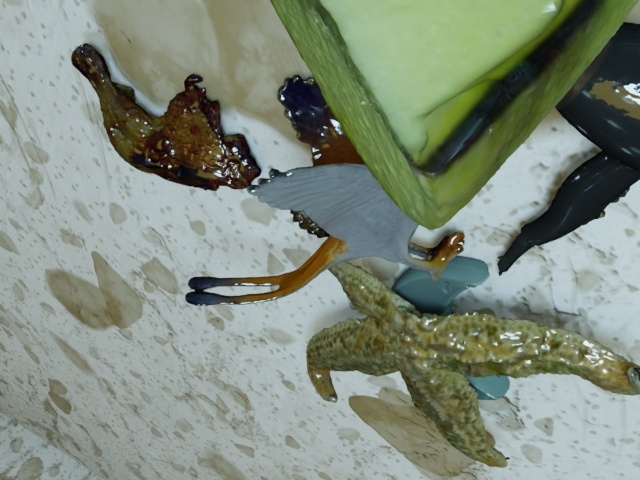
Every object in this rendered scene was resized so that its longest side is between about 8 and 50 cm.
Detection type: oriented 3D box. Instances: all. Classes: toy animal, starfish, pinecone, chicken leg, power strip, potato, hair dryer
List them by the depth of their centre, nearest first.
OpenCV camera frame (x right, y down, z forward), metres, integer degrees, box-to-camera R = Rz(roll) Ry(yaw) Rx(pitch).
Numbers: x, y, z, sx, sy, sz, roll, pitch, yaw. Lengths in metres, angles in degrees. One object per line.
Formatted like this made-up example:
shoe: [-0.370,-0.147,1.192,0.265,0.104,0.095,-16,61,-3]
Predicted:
potato: [0.118,-0.202,0.464,0.330,0.280,0.213,58,-176,23]
hair dryer: [0.305,-0.035,0.587,0.303,0.120,0.359,24,148,-4]
toy animal: [0.023,0.005,0.692,0.302,0.225,0.284,18,122,-14]
starfish: [0.162,0.187,0.784,0.432,0.082,0.324,19,130,20]
pinecone: [-0.002,-0.042,0.788,0.077,0.077,0.083,11,162,28]
power strip: [0.175,0.131,0.821,0.167,0.054,0.253,7,128,34]
chicken leg: [-0.229,-0.166,0.843,0.322,0.083,0.177,21,126,17]
